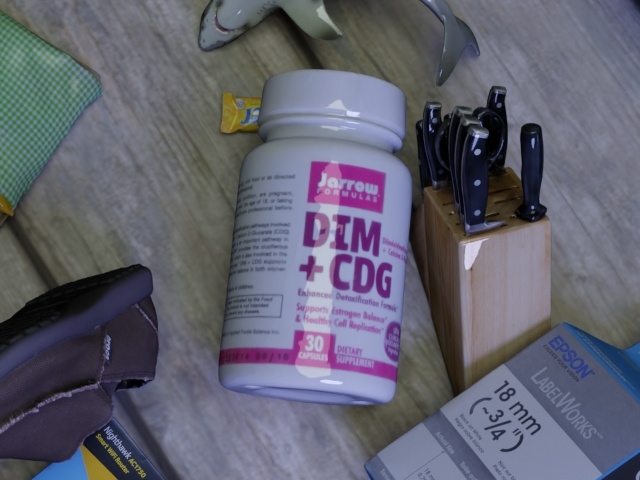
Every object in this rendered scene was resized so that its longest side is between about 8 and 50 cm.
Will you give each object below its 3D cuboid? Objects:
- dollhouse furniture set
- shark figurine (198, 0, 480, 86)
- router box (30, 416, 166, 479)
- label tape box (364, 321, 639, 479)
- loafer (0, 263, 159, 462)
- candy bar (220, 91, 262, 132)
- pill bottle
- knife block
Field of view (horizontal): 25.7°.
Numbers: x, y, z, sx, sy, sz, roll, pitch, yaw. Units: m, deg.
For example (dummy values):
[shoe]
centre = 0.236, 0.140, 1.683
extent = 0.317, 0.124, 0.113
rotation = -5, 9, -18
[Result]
[dollhouse furniture set]
centre = -0.370, -0.164, 1.260
extent = 0.301, 0.151, 0.197
rotation = 31, 76, -1
[shark figurine]
centre = 0.028, -0.256, 1.367
extent = 0.278, 0.116, 0.166
rotation = 7, 111, 2
[router box]
centre = -0.179, 0.265, 1.231
extent = 0.133, 0.046, 0.179
rotation = -39, 71, -14
[label tape box]
centre = 0.240, 0.196, 1.207
extent = 0.333, 0.106, 0.240
rotation = -35, 45, -5
[loafer]
centre = -0.224, 0.123, 1.145
extent = 0.133, 0.366, 0.130
rotation = -15, 98, 27
[candy bar]
centre = -0.017, -0.123, 1.369
extent = 0.161, 0.018, 0.040
rotation = 0, 78, -7
[pill bottle]
centre = 0.000, 0.000, 1.268
extent = 0.160, 0.160, 0.283
rotation = 6, 79, -6
[knife block]
centre = 0.154, 0.011, 1.249
extent = 0.088, 0.242, 0.276
rotation = -13, 81, -9
